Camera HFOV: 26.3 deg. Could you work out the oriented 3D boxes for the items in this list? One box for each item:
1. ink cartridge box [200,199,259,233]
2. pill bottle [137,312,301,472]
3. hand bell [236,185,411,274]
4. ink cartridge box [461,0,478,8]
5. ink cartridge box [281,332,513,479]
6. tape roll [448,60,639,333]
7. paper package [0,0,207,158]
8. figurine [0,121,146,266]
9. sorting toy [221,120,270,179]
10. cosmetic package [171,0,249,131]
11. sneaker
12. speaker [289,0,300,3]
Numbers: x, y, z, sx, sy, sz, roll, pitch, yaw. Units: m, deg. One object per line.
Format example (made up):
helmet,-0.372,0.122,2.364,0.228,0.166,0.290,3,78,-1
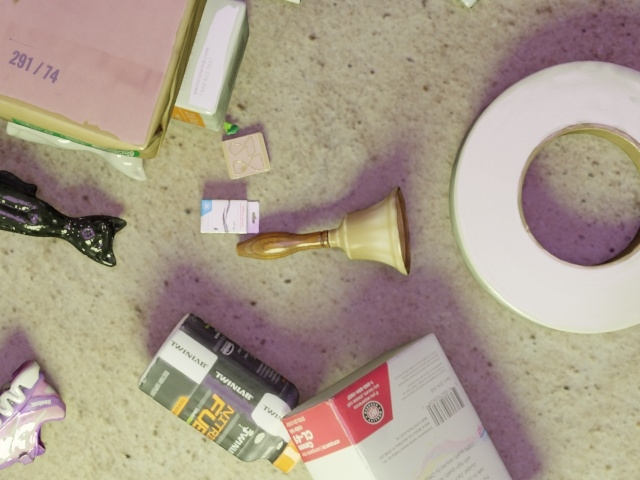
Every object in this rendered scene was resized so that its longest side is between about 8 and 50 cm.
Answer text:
ink cartridge box,-0.129,-0.034,1.957,0.083,0.028,0.048,0,88,-3
pill bottle,-0.120,0.219,1.899,0.245,0.130,0.130,35,87,0
hand bell,0.000,0.000,1.941,0.242,0.126,0.126,-7,88,11
ink cartridge box,0.203,-0.542,1.921,0.303,0.072,0.307,43,107,1
ink cartridge box,0.121,0.314,1.857,0.226,0.131,0.306,-27,90,-41
tape roll,0.379,-0.061,1.957,0.392,0.072,0.392,0,88,-1
paper package,-0.314,-0.286,1.664,0.325,0.168,0.309,17,90,-2
figurine,-0.354,-0.091,1.931,0.209,0.092,0.215,21,87,-9
sorting toy,-0.110,-0.135,1.969,0.062,0.012,0.083,-14,92,2
cosmetic package,-0.334,-0.294,1.860,0.453,0.230,0.161,17,88,-1
sneaker,-0.443,0.285,1.908,0.104,0.095,0.236,41,88,-13
speaker,-0.085,-0.382,1.958,0.136,0.055,0.055,16,88,-1
